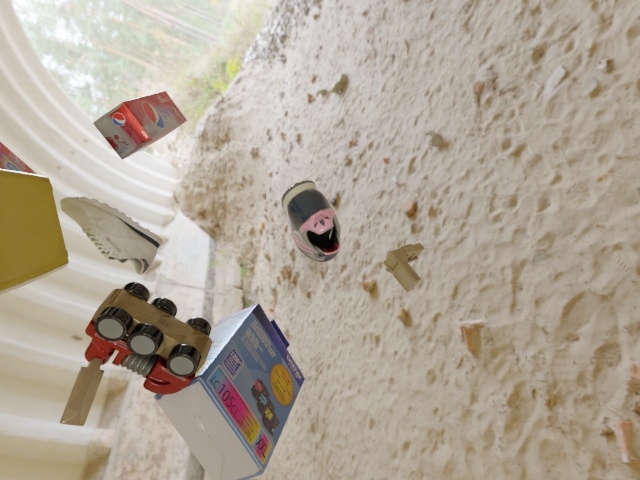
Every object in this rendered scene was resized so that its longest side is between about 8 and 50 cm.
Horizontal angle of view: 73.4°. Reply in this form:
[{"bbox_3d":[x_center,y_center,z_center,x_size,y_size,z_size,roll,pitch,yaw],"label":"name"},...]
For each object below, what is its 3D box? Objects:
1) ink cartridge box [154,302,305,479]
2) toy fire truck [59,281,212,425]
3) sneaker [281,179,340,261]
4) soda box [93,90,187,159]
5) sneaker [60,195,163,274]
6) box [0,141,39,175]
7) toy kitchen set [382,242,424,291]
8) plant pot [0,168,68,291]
[{"bbox_3d":[-0.193,0.348,1.087,0.151,0.269,0.395,-25,12,19],"label":"ink cartridge box"},{"bbox_3d":[-0.366,0.244,0.830,0.246,0.217,0.158,-50,16,20],"label":"toy fire truck"},{"bbox_3d":[0.000,0.000,0.983,0.131,0.112,0.319,56,178,28],"label":"sneaker"},{"bbox_3d":[-0.391,-0.266,0.963,0.084,0.092,0.263,-29,22,12],"label":"soda box"},{"bbox_3d":[-0.452,-0.011,0.926,0.090,0.235,0.094,3,64,40],"label":"sneaker"},{"bbox_3d":[-1.074,-0.221,1.426,0.256,0.128,0.122,73,180,-59],"label":"box"},{"bbox_3d":[0.164,0.058,0.802,0.075,0.083,0.068,54,137,27],"label":"toy kitchen set"},{"bbox_3d":[-0.526,-0.011,0.691,0.212,0.187,0.211,-11,93,58],"label":"plant pot"}]
